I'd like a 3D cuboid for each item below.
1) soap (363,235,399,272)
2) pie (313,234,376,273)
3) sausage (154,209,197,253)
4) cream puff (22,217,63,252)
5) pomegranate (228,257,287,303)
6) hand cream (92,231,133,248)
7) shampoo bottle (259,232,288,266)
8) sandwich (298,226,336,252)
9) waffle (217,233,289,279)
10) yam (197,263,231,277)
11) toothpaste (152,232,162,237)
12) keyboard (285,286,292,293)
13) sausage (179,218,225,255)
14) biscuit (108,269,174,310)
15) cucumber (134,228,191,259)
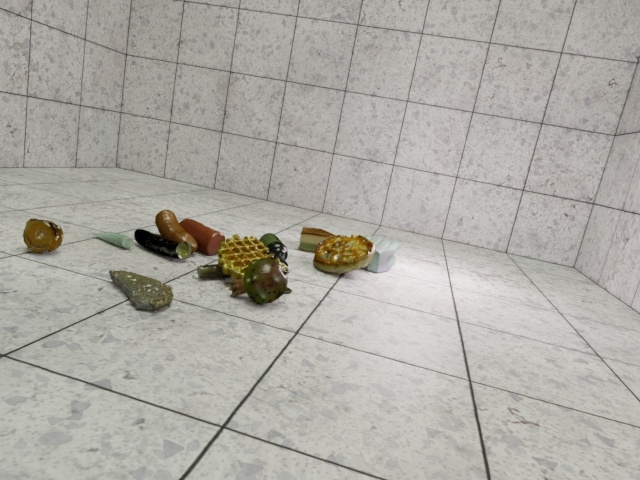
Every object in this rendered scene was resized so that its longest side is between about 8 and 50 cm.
[{"bbox_3d":[0.279,0.067,2.348,0.208,0.115,0.347,13,12,16],"label":"soap"},{"bbox_3d":[0.103,0.065,2.114,0.315,0.092,0.315,-8,25,4],"label":"pie"},{"bbox_3d":[-0.621,-0.028,1.940,0.109,0.109,0.270,-2,33,-47],"label":"sausage"},{"bbox_3d":[-0.983,-0.016,1.605,0.133,0.119,0.104,29,-12,3],"label":"cream puff"},{"bbox_3d":[-0.206,0.142,1.518,0.205,0.159,0.159,-15,9,8],"label":"pomegranate"},{"bbox_3d":[-0.848,-0.010,1.864,0.205,0.050,0.078,13,13,35],"label":"hand cream"},{"bbox_3d":[-0.206,0.046,2.041,0.101,0.101,0.284,7,13,-20],"label":"shampoo bottle"},{"bbox_3d":[0.000,0.000,2.428,0.220,0.108,0.186,9,12,0],"label":"sandwich"},{"bbox_3d":[-0.254,0.081,1.716,0.283,0.065,0.309,18,30,-7],"label":"waffle"},{"bbox_3d":[-0.338,0.113,1.718,0.274,0.061,0.061,-2,17,-43],"label":"yam"},{"bbox_3d":[-0.690,-0.005,2.007,0.194,0.043,0.067,10,12,-39],"label":"toothpaste"},{"bbox_3d":[-0.159,0.170,1.701,0.049,0.015,0.129,1,15,-38],"label":"keyboard"},{"bbox_3d":[-0.545,-0.022,2.016,0.259,0.113,0.113,22,16,32],"label":"sausage"},{"bbox_3d":[-0.535,0.151,1.394,0.141,0.038,0.290,0,17,-44],"label":"biscuit"},{"bbox_3d":[-0.657,0.015,1.845,0.303,0.081,0.072,13,-18,28],"label":"cucumber"}]
